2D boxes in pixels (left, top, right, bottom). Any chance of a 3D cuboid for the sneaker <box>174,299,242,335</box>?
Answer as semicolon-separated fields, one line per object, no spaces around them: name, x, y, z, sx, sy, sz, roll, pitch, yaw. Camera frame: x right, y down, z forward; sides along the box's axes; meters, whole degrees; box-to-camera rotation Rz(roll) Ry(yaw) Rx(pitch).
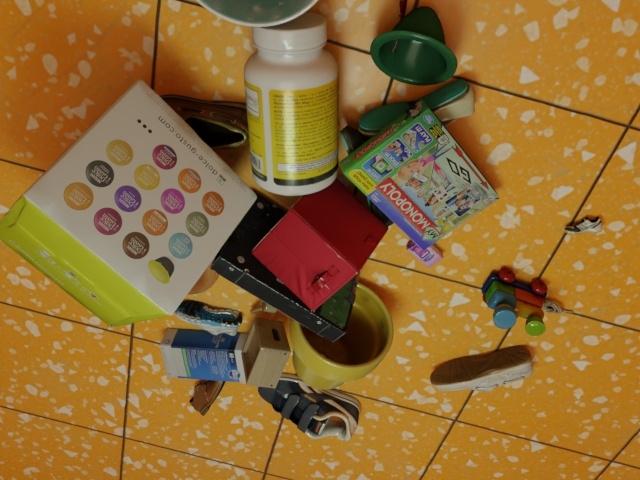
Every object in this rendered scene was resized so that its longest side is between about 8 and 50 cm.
sneaker;-0.315;0.226;1.696;0.190;0.071;0.083;15;131;-2

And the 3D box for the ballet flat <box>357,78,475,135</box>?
ballet flat;0.204;-0.256;1.282;0.248;0.086;0.086;-16;121;17

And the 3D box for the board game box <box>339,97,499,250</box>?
board game box;0.219;-0.128;1.312;0.213;0.046;0.317;-37;130;17

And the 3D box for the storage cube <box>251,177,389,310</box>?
storage cube;0.000;0.000;1.354;0.193;0.215;0.183;44;132;-2

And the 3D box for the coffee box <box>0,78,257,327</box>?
coffee box;-0.410;-0.054;1.281;0.337;0.334;0.338;45;147;-21

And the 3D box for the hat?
hat;0.200;-0.433;1.189;0.173;0.183;0.208;15;167;6

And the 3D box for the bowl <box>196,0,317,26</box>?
bowl;-0.105;-0.553;1.065;0.311;0.163;0.311;4;126;6

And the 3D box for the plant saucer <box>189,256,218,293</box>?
plant saucer;-0.366;0.068;1.611;0.200;0.037;0.200;4;125;5

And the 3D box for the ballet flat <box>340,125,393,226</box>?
ballet flat;0.126;-0.148;1.364;0.096;0.095;0.280;-17;131;8

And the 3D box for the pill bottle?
pill bottle;-0.056;-0.275;1.235;0.188;0.188;0.334;4;125;6

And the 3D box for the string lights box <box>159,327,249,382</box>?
string lights box;-0.316;0.332;1.762;0.259;0.077;0.133;3;125;6

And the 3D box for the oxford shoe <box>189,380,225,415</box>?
oxford shoe;-0.342;0.452;1.855;0.076;0.076;0.212;35;122;-2

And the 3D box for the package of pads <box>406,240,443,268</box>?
package of pads;0.255;0.026;1.493;0.083;0.032;0.050;39;118;-18

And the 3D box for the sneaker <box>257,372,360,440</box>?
sneaker;-0.039;0.493;1.806;0.321;0.127;0.126;16;127;-1

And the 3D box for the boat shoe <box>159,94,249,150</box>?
boat shoe;-0.293;-0.251;1.337;0.307;0.104;0.111;-2;125;11

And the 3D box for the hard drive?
hard drive;-0.067;0.059;1.438;0.339;0.237;0.064;32;134;-14

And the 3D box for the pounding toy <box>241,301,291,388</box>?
pounding toy;-0.133;0.248;1.617;0.094;0.181;0.206;13;116;-21

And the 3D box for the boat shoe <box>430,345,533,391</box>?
boat shoe;0.441;0.372;1.666;0.277;0.098;0.096;-16;120;17

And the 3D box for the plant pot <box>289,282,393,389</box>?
plant pot;0.030;0.263;1.576;0.254;0.254;0.239;19;140;-5

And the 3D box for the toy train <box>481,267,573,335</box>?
toy train;0.521;0.176;1.489;0.248;0.143;0.105;20;125;-5

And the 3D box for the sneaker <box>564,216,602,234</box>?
sneaker;0.601;-0.036;1.405;0.083;0.032;0.037;-7;110;7
